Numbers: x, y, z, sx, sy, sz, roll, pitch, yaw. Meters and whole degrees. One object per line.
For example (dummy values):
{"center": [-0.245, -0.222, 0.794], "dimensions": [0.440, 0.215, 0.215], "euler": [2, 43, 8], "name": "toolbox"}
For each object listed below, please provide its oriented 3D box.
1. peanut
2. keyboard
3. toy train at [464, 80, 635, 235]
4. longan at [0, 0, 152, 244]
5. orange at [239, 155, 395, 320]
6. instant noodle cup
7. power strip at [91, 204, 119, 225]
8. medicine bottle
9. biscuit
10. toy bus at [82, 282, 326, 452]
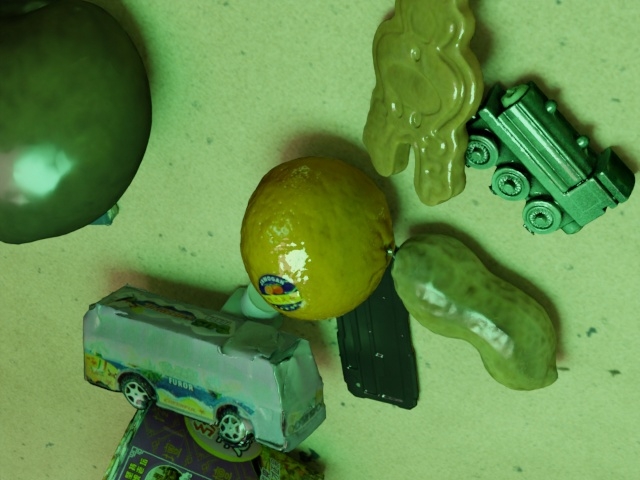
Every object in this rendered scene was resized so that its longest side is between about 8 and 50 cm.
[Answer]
{"center": [0.173, 0.080, 1.434], "dimensions": [0.229, 0.098, 0.103], "euler": [39, 179, -3], "name": "peanut"}
{"center": [0.062, 0.101, 1.580], "dimensions": [0.106, 0.016, 0.262], "euler": [11, 132, 24], "name": "keyboard"}
{"center": [0.215, -0.083, 1.281], "dimensions": [0.170, 0.071, 0.111], "euler": [46, 128, -11], "name": "toy train"}
{"center": [-0.319, -0.141, 1.448], "dimensions": [0.300, 0.300, 0.243], "euler": [13, 175, 22], "name": "longan"}
{"center": [-0.003, -0.001, 1.408], "dimensions": [0.155, 0.177, 0.177], "euler": [-6, 124, 39], "name": "orange"}
{"center": [-0.159, 0.390, 1.775], "dimensions": [0.266, 0.339, 0.339], "euler": [21, 137, 4], "name": "instant noodle cup"}
{"center": [-0.314, -0.049, 1.671], "dimensions": [0.123, 0.032, 0.056], "euler": [1, 129, 31], "name": "power strip"}
{"center": [-0.087, 0.099, 1.644], "dimensions": [0.074, 0.055, 0.118], "euler": [38, 138, 1], "name": "medicine bottle"}
{"center": [0.099, -0.148, 1.272], "dimensions": [0.144, 0.040, 0.236], "euler": [33, 134, 35], "name": "biscuit"}
{"center": [-0.145, 0.151, 1.616], "dimensions": [0.317, 0.112, 0.137], "euler": [12, 120, 29], "name": "toy bus"}
